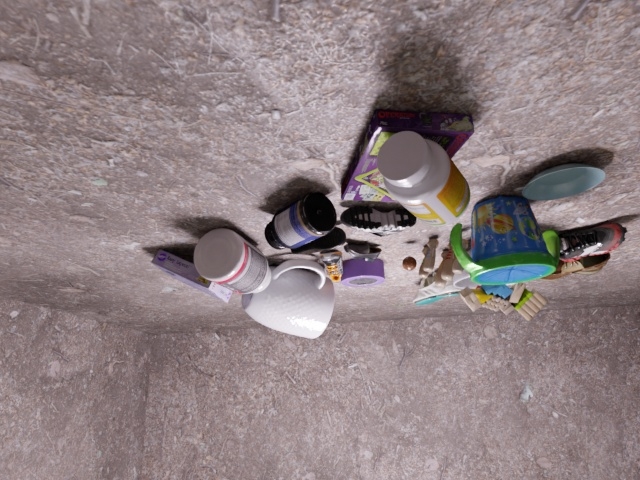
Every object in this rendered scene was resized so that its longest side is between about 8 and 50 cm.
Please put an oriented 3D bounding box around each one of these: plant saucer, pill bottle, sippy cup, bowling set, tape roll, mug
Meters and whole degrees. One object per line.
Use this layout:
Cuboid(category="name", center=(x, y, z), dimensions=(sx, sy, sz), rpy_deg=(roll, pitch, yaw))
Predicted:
Cuboid(category="plant saucer", center=(0.628, -0.159, 1.163), dimensions=(0.194, 0.038, 0.195), rpy_deg=(-1, 161, -1))
Cuboid(category="pill bottle", center=(0.213, -0.126, 0.923), dimensions=(0.136, 0.136, 0.245), rpy_deg=(-14, 158, 29))
Cuboid(category="sippy cup", center=(0.547, -0.003, 1.318), dimensions=(0.240, 0.224, 0.305), rpy_deg=(-18, 156, 36))
Cuboid(category="pill bottle", center=(-0.286, 0.088, 1.549), dimensions=(0.176, 0.176, 0.318), rpy_deg=(-7, 160, 14))
Cuboid(category="bowling set", center=(0.416, 0.054, 1.648), dimensions=(0.199, 0.154, 0.287), rpy_deg=(17, 162, 1))
Cuboid(category="pill bottle", center=(-0.065, -0.047, 1.275), dimensions=(0.122, 0.123, 0.219), rpy_deg=(12, 156, -36))
Cuboid(category="tape roll", center=(0.178, 0.138, 1.898), dimensions=(0.188, 0.080, 0.189), rpy_deg=(-2, 160, -1))
Cuboid(category="mug", center=(-0.125, 0.211, 1.841), dimensions=(0.328, 0.276, 0.374), rpy_deg=(18, 129, -23))

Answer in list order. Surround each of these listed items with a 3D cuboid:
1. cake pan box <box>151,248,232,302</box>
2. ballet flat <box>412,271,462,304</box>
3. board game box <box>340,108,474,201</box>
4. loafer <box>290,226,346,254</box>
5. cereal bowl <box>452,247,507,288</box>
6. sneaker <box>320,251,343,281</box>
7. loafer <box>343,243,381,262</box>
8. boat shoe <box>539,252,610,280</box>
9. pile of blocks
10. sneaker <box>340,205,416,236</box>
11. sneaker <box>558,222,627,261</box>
Cuboid(category="cake pan box", center=(-0.479, 0.142, 1.704), dimensions=(0.245, 0.070, 0.267), rpy_deg=(24, 164, 13))
Cuboid(category="ballet flat", center=(0.546, 0.219, 2.107), dimensions=(0.139, 0.139, 0.400), rpy_deg=(1, 165, -11))
Cuboid(category="board game box", center=(0.181, -0.181, 1.040), dimensions=(0.208, 0.056, 0.347), rpy_deg=(5, 160, -8))
Cuboid(category="loafer", center=(0.000, 0.000, 1.505), dimensions=(0.220, 0.080, 0.078), rpy_deg=(-9, 170, 34))
Cuboid(category="cereal bowl", center=(0.666, 0.083, 1.697), dimensions=(0.338, 0.141, 0.339), rpy_deg=(-4, 161, -1))
Cuboid(category="sneaker", center=(0.053, 0.102, 1.775), dimensions=(0.084, 0.083, 0.215), rpy_deg=(-5, 159, 13))
Cuboid(category="loafer", center=(0.156, 0.033, 1.646), dimensions=(0.170, 0.062, 0.061), rpy_deg=(12, 134, -43))
Cuboid(category="boat shoe", center=(1.005, 0.080, 1.799), dimensions=(0.323, 0.123, 0.120), rpy_deg=(-9, 156, -7))
Cuboid(category="pile of blocks", center=(0.682, 0.197, 1.702), dimensions=(0.362, 0.149, 0.113), rpy_deg=(11, -159, -18))
Cuboid(category="sneaker", center=(0.167, -0.051, 1.358), dimensions=(0.234, 0.078, 0.106), rpy_deg=(0, 158, -13))
Cuboid(category="sneaker", center=(0.932, 0.008, 1.587), dimensions=(0.135, 0.098, 0.276), rpy_deg=(4, 161, -24))
